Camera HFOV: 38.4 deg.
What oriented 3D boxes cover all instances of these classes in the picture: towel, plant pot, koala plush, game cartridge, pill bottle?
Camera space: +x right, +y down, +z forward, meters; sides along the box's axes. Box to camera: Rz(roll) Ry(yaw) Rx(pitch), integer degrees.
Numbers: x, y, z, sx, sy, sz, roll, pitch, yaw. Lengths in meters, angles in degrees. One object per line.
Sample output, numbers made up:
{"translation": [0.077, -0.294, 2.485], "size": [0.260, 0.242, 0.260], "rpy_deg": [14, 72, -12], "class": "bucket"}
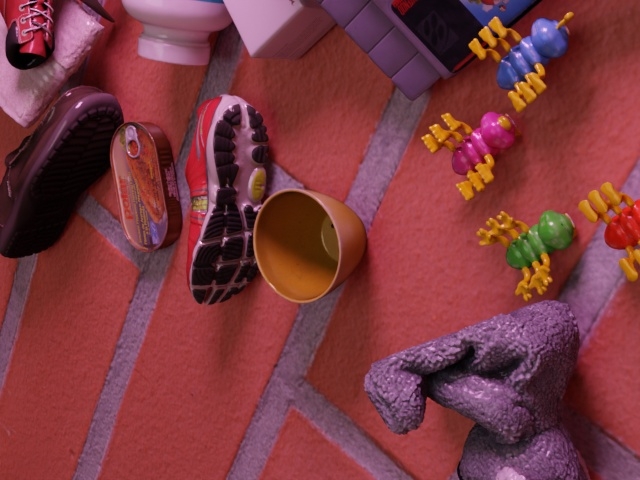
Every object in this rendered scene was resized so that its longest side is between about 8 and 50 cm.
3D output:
{"translation": [-0.437, -0.306, 1.361], "size": [0.187, 0.049, 0.282], "rpy_deg": [-51, 52, 7], "class": "towel"}
{"translation": [0.000, 0.000, 1.094], "size": [0.134, 0.095, 0.134], "rpy_deg": [9, 104, 38], "class": "plant pot"}
{"translation": [0.192, 0.190, 0.915], "size": [0.203, 0.196, 0.221], "rpy_deg": [-26, 77, 29], "class": "koala plush"}
{"translation": [0.131, -0.310, 0.877], "size": [0.230, 0.068, 0.355], "rpy_deg": [48, 135, -2], "class": "game cartridge"}
{"translation": [-0.169, -0.356, 1.138], "size": [0.146, 0.146, 0.264], "rpy_deg": [23, 112, 35], "class": "pill bottle"}

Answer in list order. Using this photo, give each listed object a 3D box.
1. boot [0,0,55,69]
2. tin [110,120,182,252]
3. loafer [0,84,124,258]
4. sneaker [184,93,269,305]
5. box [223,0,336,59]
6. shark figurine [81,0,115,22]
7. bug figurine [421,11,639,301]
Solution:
{"translation": [-0.368, -0.346, 1.213], "size": [0.244, 0.088, 0.176], "rpy_deg": [-49, 47, 44], "class": "boot"}
{"translation": [-0.253, -0.078, 1.331], "size": [0.106, 0.040, 0.190], "rpy_deg": [-5, 95, 36], "class": "tin"}
{"translation": [-0.429, -0.117, 1.404], "size": [0.366, 0.133, 0.130], "rpy_deg": [-45, 70, 35], "class": "loafer"}
{"translation": [-0.132, -0.054, 1.213], "size": [0.118, 0.107, 0.279], "rpy_deg": [28, 113, 53], "class": "sneaker"}
{"translation": [-0.045, -0.283, 1.086], "size": [0.101, 0.087, 0.102], "rpy_deg": [-36, 75, 38], "class": "box"}
{"translation": [-0.261, -0.424, 1.240], "size": [0.278, 0.116, 0.166], "rpy_deg": [-67, 24, 17], "class": "shark figurine"}
{"translation": [0.226, -0.077, 0.909], "size": [0.216, 0.072, 0.279], "rpy_deg": [-40, 77, 43], "class": "bug figurine"}
